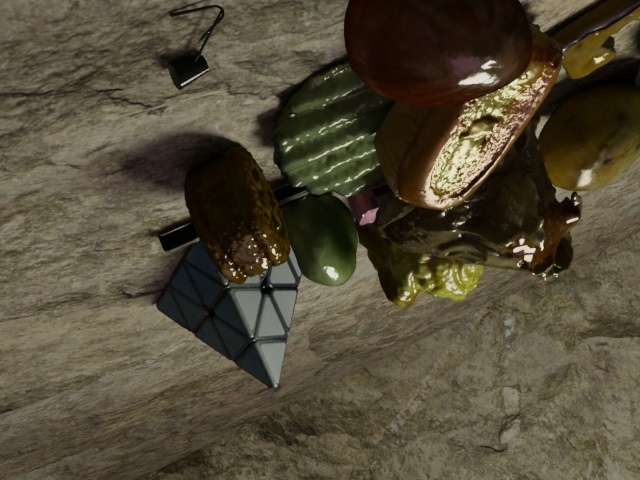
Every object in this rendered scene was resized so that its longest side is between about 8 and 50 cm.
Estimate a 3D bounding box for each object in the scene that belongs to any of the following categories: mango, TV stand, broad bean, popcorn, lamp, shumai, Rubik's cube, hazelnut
[{"bbox_3d":[0.517,-0.206,1.795,0.176,0.176,0.329,2,-150,47],"label":"mango"},{"bbox_3d":[-0.136,-0.042,1.585,0.249,0.036,0.042,-24,165,-3],"label":"TV stand"},{"bbox_3d":[0.000,0.000,1.666,0.100,0.169,0.228,-32,171,18],"label":"broad bean"},{"bbox_3d":[0.181,0.004,1.853,0.251,0.237,0.206,3,150,15],"label":"popcorn"},{"bbox_3d":[-0.134,-0.211,1.096,0.054,0.041,0.121,-27,168,-19],"label":"lamp"},{"bbox_3d":[0.265,-0.032,1.568,0.314,0.262,0.267,-34,173,8],"label":"shumai"},{"bbox_3d":[-0.152,0.091,1.789,0.228,0.229,0.233,19,-167,-13],"label":"Rubik's cube"},{"bbox_3d":[0.133,-0.234,1.109,0.214,0.214,0.176,-14,118,-31],"label":"hazelnut"}]

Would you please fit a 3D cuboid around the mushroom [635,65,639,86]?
[{"bbox_3d":[0.654,-0.300,1.659,0.266,0.189,0.164,7,109,-15],"label":"mushroom"}]

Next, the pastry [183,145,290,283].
[{"bbox_3d":[-0.114,-0.034,1.408,0.103,0.189,0.189,-23,163,8],"label":"pastry"}]

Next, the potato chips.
[{"bbox_3d":[0.127,-0.190,1.455,0.429,0.070,0.358,-25,159,-6],"label":"potato chips"}]

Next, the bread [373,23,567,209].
[{"bbox_3d":[0.192,-0.172,1.331,0.152,0.119,0.288,0,138,-36],"label":"bread"}]

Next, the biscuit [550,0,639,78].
[{"bbox_3d":[0.437,-0.318,1.538,0.174,0.039,0.183,-31,162,14],"label":"biscuit"}]

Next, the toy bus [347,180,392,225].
[{"bbox_3d":[0.146,-0.090,1.729,0.203,0.090,0.063,-17,158,-20],"label":"toy bus"}]
